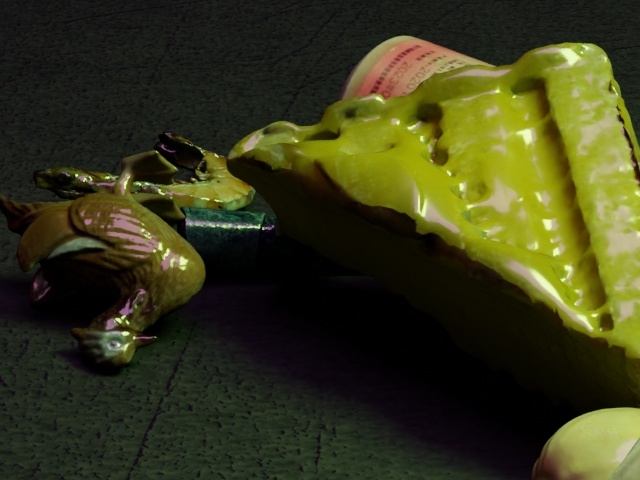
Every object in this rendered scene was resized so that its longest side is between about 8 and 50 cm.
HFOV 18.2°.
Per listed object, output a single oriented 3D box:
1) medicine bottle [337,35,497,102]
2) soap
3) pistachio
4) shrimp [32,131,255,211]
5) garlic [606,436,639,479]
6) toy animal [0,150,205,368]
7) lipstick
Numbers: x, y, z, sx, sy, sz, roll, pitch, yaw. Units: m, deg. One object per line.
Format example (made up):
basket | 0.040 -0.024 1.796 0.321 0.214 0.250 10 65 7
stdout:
medicine bottle | 0.138 -0.079 1.718 0.247 0.147 0.147 24 32 34
soap | 0.102 0.036 1.453 0.304 0.169 0.339 -16 45 6
pistachio | 0.229 0.167 1.250 0.200 0.117 0.145 13 40 15
shrimp | -0.156 -0.062 1.752 0.195 0.035 0.148 6 28 -13
garlic | 0.244 0.202 1.112 0.217 0.110 0.228 41 69 8
toy animal | -0.180 0.017 1.533 0.188 0.089 0.179 11 53 16
lipstick | 0.000 0.000 1.641 0.234 0.053 0.053 0 26 -14
